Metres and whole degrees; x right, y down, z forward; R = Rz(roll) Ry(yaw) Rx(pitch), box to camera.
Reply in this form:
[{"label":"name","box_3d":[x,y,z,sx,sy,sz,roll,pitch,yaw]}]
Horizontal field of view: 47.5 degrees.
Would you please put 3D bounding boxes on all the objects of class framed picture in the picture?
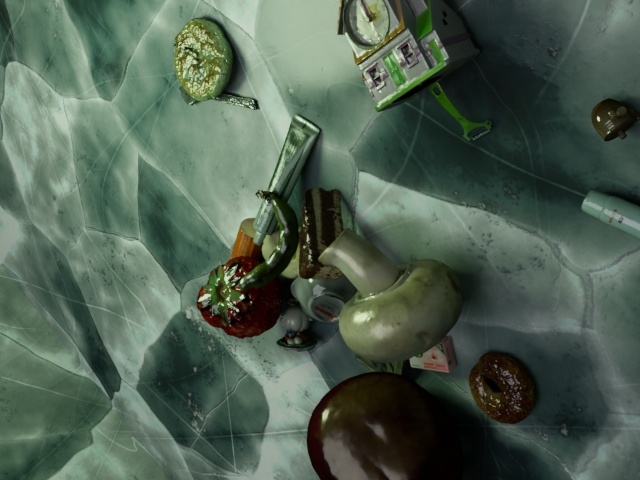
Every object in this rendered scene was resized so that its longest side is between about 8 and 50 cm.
[{"label":"framed picture","box_3d":[0.167,0.309,2.044,0.173,0.010,0.231,34,143,30]}]

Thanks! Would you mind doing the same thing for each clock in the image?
[{"label":"clock","box_3d":[0.154,-0.468,1.565,0.235,0.166,0.310,-28,89,48]}]

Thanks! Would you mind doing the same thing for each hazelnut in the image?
[{"label":"hazelnut","box_3d":[0.179,0.544,1.949,0.429,0.402,0.402,25,127,25]}]

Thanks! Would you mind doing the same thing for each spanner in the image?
[{"label":"spanner","box_3d":[-0.306,-0.422,2.139,0.325,0.026,0.093,20,124,35]}]

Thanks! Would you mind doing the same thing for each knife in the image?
[{"label":"knife","box_3d":[0.298,-0.282,1.581,0.166,0.023,0.078,40,136,-20]}]

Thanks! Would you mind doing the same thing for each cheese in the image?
[{"label":"cheese","box_3d":[-0.061,0.030,2.094,0.263,0.093,0.159,9,113,42]}]

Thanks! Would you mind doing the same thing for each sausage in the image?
[{"label":"sausage","box_3d":[-0.241,0.070,2.289,0.093,0.093,0.312,41,135,20]}]

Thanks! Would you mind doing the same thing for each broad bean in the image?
[{"label":"broad bean","box_3d":[-0.134,0.011,2.004,0.144,0.049,0.292,12,98,1]}]

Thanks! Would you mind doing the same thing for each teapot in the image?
[{"label":"teapot","box_3d":[0.555,-0.236,1.356,0.085,0.110,0.080,-31,70,5]}]

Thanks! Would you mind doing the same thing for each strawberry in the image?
[{"label":"strawberry","box_3d":[-0.220,0.175,2.186,0.250,0.288,0.239,24,88,37]}]

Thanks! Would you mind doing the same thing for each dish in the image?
[{"label":"dish","box_3d":[0.026,0.166,2.009,0.229,0.081,0.229,4,130,5]}]

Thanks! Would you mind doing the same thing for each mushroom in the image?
[{"label":"mushroom","box_3d":[0.159,0.160,1.760,0.356,0.315,0.315,9,121,11]}]

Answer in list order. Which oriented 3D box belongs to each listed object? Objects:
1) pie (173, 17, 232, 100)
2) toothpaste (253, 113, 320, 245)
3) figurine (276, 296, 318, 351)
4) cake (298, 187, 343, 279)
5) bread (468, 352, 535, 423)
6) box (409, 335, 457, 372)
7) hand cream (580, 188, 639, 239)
[{"label":"pie","box_3d":[-0.339,-0.516,2.082,0.240,0.054,0.241,12,108,39]},{"label":"toothpaste","box_3d":[-0.108,-0.155,2.017,0.098,0.061,0.392,35,113,26]},{"label":"figurine","box_3d":[-0.071,0.248,2.214,0.132,0.132,0.154,8,103,41]},{"label":"cake","box_3d":[-0.002,-0.007,1.940,0.135,0.112,0.246,116,151,-54]},{"label":"bread","box_3d":[0.447,0.370,1.805,0.193,0.064,0.193,24,125,38]},{"label":"box","box_3d":[0.292,0.296,1.927,0.125,0.043,0.089,-1,110,44]},{"label":"hand cream","box_3d":[0.667,-0.012,1.400,0.331,0.058,0.085,29,112,24]}]
